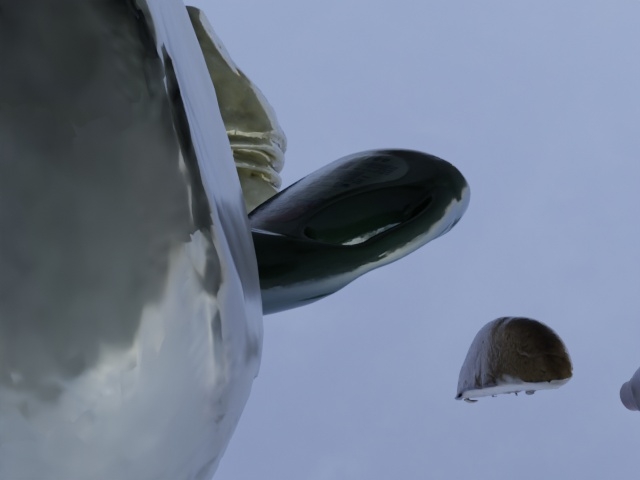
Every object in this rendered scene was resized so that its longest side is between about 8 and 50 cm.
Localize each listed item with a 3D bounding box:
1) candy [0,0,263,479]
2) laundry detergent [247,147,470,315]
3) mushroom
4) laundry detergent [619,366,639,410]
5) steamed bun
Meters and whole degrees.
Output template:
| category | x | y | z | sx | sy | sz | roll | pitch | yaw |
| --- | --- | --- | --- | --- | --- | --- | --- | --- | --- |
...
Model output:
| category | x | y | z | sx | sy | sz | roll | pitch | yaw |
| --- | --- | --- | --- | --- | --- | --- | --- | --- | --- |
| candy | -0.125 | -0.011 | 0.567 | 0.185 | 0.295 | 0.295 | -12 | -141 | -2 |
| laundry detergent | 0.000 | 0.000 | 0.938 | 0.137 | 0.063 | 0.211 | 9 | -151 | 42 |
| mushroom | 0.213 | 0.138 | 1.606 | 0.072 | 0.210 | 0.094 | 13 | -103 | -20 |
| laundry detergent | 0.479 | 0.218 | 1.762 | 0.076 | 0.237 | 0.171 | -22 | -96 | -27 |
| steamed bun | -0.166 | -0.055 | 1.408 | 0.289 | 0.276 | 0.203 | -38 | -120 | -4 |
